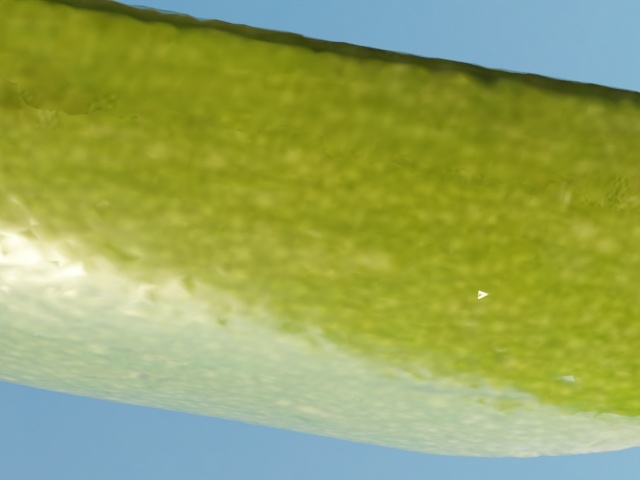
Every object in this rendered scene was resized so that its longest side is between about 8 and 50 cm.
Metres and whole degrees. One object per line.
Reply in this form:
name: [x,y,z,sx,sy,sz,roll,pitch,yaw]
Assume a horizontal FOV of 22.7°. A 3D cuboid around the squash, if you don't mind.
squash: [0.000,0.000,0.458,0.289,0.203,0.111,8,-88,-13]
